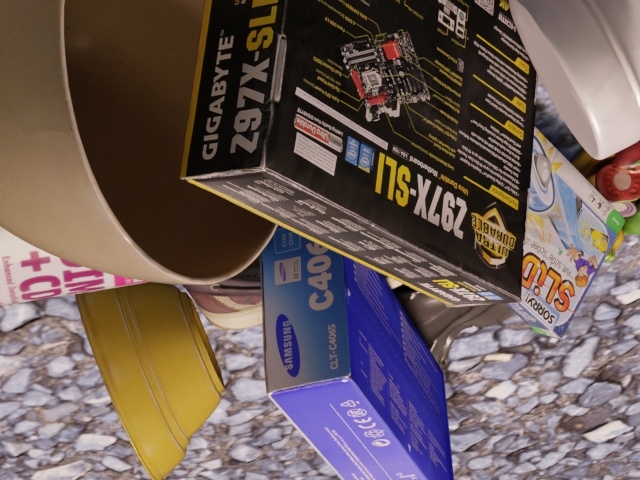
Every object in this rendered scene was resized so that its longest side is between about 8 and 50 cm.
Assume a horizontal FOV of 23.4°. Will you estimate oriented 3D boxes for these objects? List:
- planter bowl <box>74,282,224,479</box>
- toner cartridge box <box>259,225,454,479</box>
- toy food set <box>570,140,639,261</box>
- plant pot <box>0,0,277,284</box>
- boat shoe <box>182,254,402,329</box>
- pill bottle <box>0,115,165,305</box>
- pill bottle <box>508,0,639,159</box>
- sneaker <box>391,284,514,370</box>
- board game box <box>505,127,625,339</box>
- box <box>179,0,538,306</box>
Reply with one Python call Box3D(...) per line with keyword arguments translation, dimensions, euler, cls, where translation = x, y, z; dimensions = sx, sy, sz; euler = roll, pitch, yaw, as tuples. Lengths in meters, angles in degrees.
Box3D(translation=(-0.145, 0.108, 1.416), dimensions=(0.090, 0.217, 0.217), euler=(-21, 146, -3), cls="planter bowl")
Box3D(translation=(0.040, 0.126, 1.382), dimensions=(0.075, 0.165, 0.348), euler=(-13, 147, 14), cls="toner cartridge box")
Box3D(translation=(0.305, -0.047, 1.491), dimensions=(0.128, 0.071, 0.218), euler=(8, 140, -30), cls="toy food set")
Box3D(translation=(-0.164, -0.108, 1.052), dimensions=(0.191, 0.284, 0.284), euler=(-3, 153, 28), cls="plant pot")
Box3D(translation=(0.000, 0.000, 1.416), dimensions=(0.285, 0.102, 0.092), euler=(-20, 151, 17), cls="boat shoe")
Box3D(translation=(-0.193, -0.038, 1.228), dimensions=(0.283, 0.160, 0.160), euler=(-9, 146, -9), cls="pill bottle")
Box3D(translation=(0.318, -0.199, 1.135), dimensions=(0.334, 0.188, 0.188), euler=(-28, 145, 2), cls="pill bottle")
Box3D(translation=(0.087, 0.072, 1.570), dimensions=(0.130, 0.109, 0.286), euler=(21, 126, -28), cls="sneaker")
Box3D(translation=(0.183, -0.019, 1.402), dimensions=(0.201, 0.136, 0.035), euler=(39, 164, -34), cls="board game box")
Box3D(translation=(0.046, -0.116, 1.110), dimensions=(0.079, 0.257, 0.322), euler=(-4, 161, 38), cls="box")
